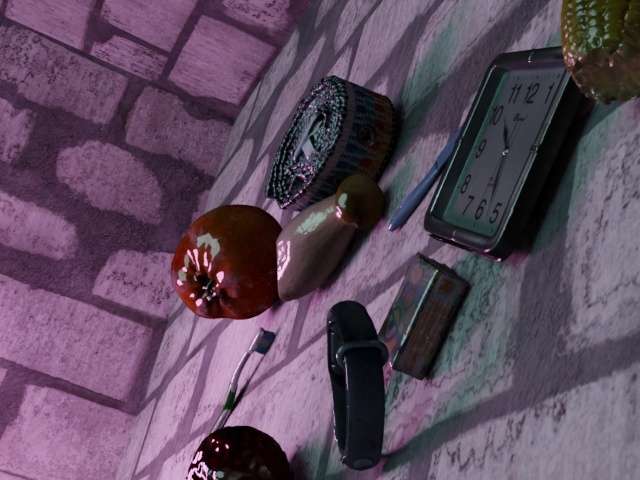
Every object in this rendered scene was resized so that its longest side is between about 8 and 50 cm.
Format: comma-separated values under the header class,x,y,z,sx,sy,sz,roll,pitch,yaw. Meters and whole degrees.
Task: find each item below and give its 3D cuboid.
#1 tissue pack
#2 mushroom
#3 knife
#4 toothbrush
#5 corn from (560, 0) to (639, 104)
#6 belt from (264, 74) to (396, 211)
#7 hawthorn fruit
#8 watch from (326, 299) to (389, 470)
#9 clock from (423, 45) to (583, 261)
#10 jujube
class,x,y,z,sx,sy,sz,roll,pitch,yaw
tissue pack,0.132,0.100,1.327,0.148,0.060,0.108,-66,16,8
mushroom,0.000,0.000,1.847,0.350,0.128,0.128,-45,25,45
knife,0.191,-0.127,1.559,0.313,0.019,0.044,-54,16,35
toothbrush,-0.207,0.355,2.200,0.418,0.040,0.042,-60,18,26
corn,0.335,-0.309,1.084,0.131,0.131,0.344,-40,30,61
belt,0.031,-0.163,1.915,0.295,0.160,0.207,-63,32,21
hawthorn fruit,-0.202,0.046,2.218,0.284,0.284,0.284,-59,17,29
watch,0.048,0.192,1.338,0.206,0.068,0.193,93,171,-45
clock,0.241,-0.114,1.284,0.279,0.049,0.273,-67,15,3
jujube,-0.137,0.395,1.609,0.243,0.183,0.183,176,117,-85
